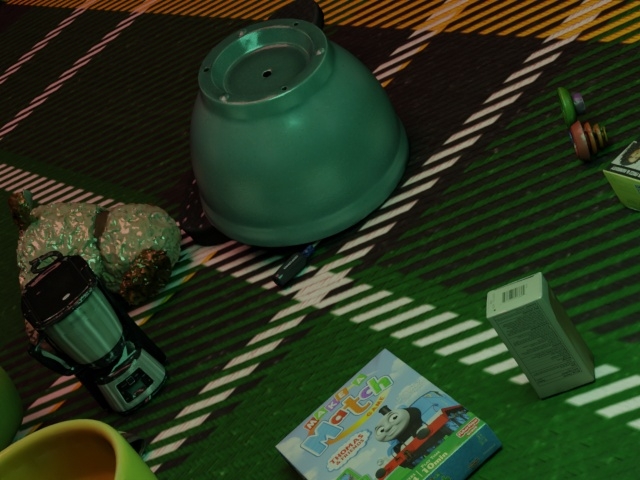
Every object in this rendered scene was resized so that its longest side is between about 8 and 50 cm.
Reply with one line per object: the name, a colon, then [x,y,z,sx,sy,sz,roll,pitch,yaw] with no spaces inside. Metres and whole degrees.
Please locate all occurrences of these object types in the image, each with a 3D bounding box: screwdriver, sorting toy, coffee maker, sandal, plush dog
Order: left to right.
coffee maker: [-0.283,0.111,1.800,0.120,0.178,0.171,-27,32,12]
plush dog: [-0.306,0.008,2.006,0.225,0.210,0.262,-7,32,3]
sandal: [-0.090,-0.169,2.124,0.167,0.107,0.445,-7,52,40]
screwdriver: [0.000,0.000,1.829,0.170,0.024,0.025,-42,27,-22]
sorting toy: [0.308,-0.136,1.655,0.042,0.061,0.102,-17,59,7]

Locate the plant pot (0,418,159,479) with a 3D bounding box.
plant pot: [-0.218,0.335,1.321,0.254,0.239,0.254,-27,30,17]

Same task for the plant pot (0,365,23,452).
plant pot: [-0.526,0.263,1.788,0.275,0.274,0.293,-7,25,42]

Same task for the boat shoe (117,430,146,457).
boat shoe: [-0.255,0.278,1.645,0.049,0.056,0.152,-16,34,42]

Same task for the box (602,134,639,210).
box: [0.415,-0.122,1.514,0.232,0.058,0.087,-41,28,-11]

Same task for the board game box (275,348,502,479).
board game box: [0.062,0.206,1.424,0.160,0.039,0.211,-41,28,-9]

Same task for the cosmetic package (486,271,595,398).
cosmetic package: [0.210,0.091,1.354,0.060,0.115,0.041,-22,30,23]

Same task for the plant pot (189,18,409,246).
plant pot: [-0.047,-0.163,1.857,0.293,0.196,0.293,-11,43,11]
